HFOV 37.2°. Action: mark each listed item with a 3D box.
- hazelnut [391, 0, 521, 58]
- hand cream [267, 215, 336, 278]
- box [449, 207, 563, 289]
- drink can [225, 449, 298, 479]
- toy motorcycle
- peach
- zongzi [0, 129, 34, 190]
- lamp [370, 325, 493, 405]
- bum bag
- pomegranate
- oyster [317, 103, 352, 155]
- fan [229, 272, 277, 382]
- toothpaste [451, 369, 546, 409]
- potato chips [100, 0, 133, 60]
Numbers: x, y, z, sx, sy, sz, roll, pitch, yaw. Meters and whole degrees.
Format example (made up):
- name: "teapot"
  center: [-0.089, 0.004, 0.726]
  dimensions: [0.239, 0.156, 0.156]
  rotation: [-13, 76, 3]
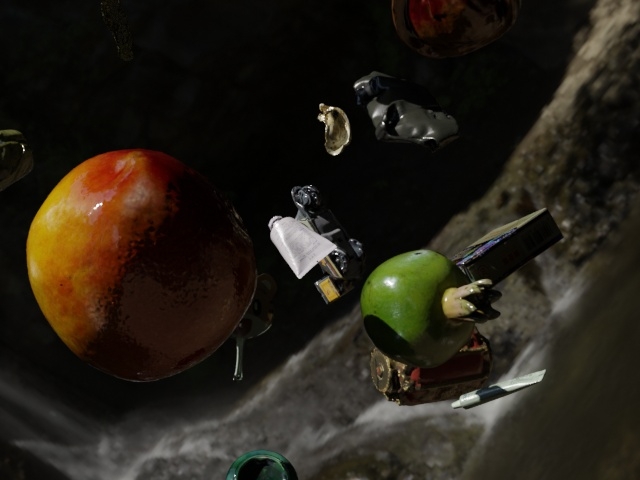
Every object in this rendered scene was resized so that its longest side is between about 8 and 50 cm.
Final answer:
- name: "hazelnut"
  center: [0.213, -0.374, 1.500]
  dimensions: [0.202, 0.170, 0.160]
  rotation: [-36, 2, 18]
- name: "hand cream"
  center: [-0.041, 0.004, 1.648]
  dimensions: [0.084, 0.142, 0.053]
  rotation: [-42, -40, -8]
- name: "box"
  center: [0.381, 0.044, 2.160]
  dimensions: [0.310, 0.084, 0.198]
  rotation: [-30, 1, -34]
- name: "drink can"
  center: [-0.099, 0.430, 1.537]
  dimensions: [0.118, 0.118, 0.204]
  rotation: [-50, -19, -36]
- name: "toy motorcycle"
  center: [0.000, 0.000, 2.156]
  dimensions: [0.091, 0.263, 0.157]
  rotation: [-29, -6, -44]
- name: "peach"
  center: [-0.242, 0.027, 1.305]
  dimensions: [0.308, 0.308, 0.332]
  rotation: [-50, -31, -43]
- name: "zongzi"
  center: [-0.713, -0.095, 1.999]
  dimensions: [0.251, 0.274, 0.125]
  rotation: [-13, -18, -17]
- name: "lamp"
  center: [0.247, 0.272, 2.095]
  dimensions: [0.274, 0.177, 0.177]
  rotation: [-5, -30, -26]
- name: "bum bag"
  center: [0.143, -0.248, 1.746]
  dimensions: [0.326, 0.142, 0.079]
  rotation: [-118, 24, -58]
- name: "pomegranate"
  center: [0.171, 0.101, 1.438]
  dimensions: [0.225, 0.187, 0.187]
  rotation: [-11, 33, 51]
- name: "oyster"
  center: [0.022, -0.199, 1.726]
  dimensions: [0.083, 0.081, 0.038]
  rotation: [-65, -12, 0]
- name: "fan"
  center: [-0.162, 0.177, 1.953]
  dimensions: [0.008, 0.153, 0.226]
  rotation: [164, 109, -67]
- name: "toothpaste"
  center: [0.336, 0.285, 1.801]
  dimensions: [0.197, 0.029, 0.048]
  rotation: [-25, 5, 27]
- name: "potato chips"
  center: [-0.452, -0.488, 2.134]
  dimensions: [0.142, 0.026, 0.209]
  rotation: [-89, -5, -48]
